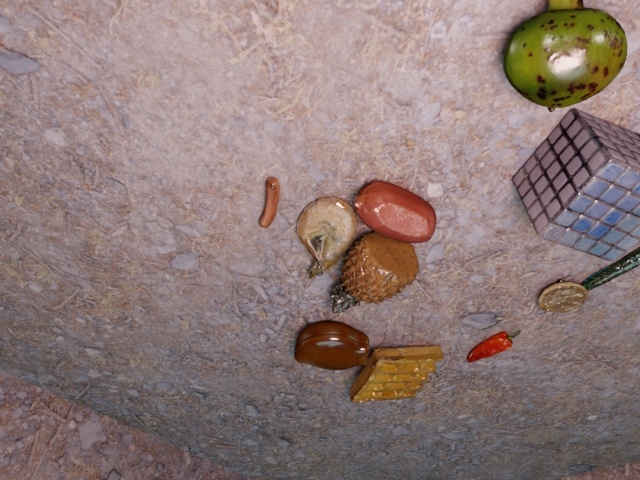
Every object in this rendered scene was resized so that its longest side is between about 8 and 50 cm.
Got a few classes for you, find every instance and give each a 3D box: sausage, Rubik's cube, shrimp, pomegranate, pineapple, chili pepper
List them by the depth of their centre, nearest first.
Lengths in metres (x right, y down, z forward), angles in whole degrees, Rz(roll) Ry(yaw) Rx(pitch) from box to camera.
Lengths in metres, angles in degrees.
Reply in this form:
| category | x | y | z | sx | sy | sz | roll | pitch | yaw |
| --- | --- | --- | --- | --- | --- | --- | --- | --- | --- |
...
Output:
| category | x | y | z | sx | sy | sz | roll | pitch | yaw |
| --- | --- | --- | --- | --- | --- | --- | --- | --- | --- |
| pomegranate | 0.464 | -0.380 | 0.864 | 0.211 | 0.211 | 0.263 | -3 | 113 | 6 |
| Rubik's cube | 0.641 | -0.128 | 1.061 | 0.237 | 0.238 | 0.237 | 17 | 133 | -10 |
| sausage | 0.203 | -0.073 | 1.202 | 0.255 | 0.148 | 0.148 | 19 | 132 | -17 |
| sausage | -0.142 | -0.101 | 1.257 | 0.047 | 0.040 | 0.176 | 9 | 135 | -7 |
| shrimp | 0.000 | 0.000 | 1.332 | 0.168 | 0.077 | 0.317 | 23 | 127 | -5 |
| pineapple | 0.137 | 0.125 | 1.363 | 0.202 | 0.202 | 0.362 | 18 | 139 | -14 |
| chili pepper | 0.641 | 0.400 | 1.687 | 0.071 | 0.063 | 0.272 | 36 | 129 | -12 |

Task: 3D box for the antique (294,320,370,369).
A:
| category | x | y | z | sx | sy | sz | roll | pitch | yaw |
| --- | --- | --- | --- | --- | --- | --- | --- | --- | --- |
| antique | 0.042 | 0.385 | 1.649 | 0.278 | 0.129 | 0.223 | -3 | 133 | 6 |

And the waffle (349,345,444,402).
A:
| category | x | y | z | sx | sy | sz | roll | pitch | yaw |
| --- | --- | --- | --- | --- | --- | --- | --- | --- | --- |
| waffle | 0.292 | 0.526 | 1.766 | 0.304 | 0.077 | 0.348 | 3 | 135 | -18 |

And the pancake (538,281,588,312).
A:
| category | x | y | z | sx | sy | sz | roll | pitch | yaw |
| --- | --- | --- | --- | --- | --- | --- | --- | --- | --- |
| pancake | 0.779 | 0.187 | 1.455 | 0.152 | 0.025 | 0.151 | 1 | 133 | 1 |

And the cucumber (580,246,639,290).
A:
| category | x | y | z | sx | sy | sz | roll | pitch | yaw |
| --- | --- | --- | --- | --- | --- | --- | --- | --- | --- |
| cucumber | 0.916 | 0.084 | 1.384 | 0.044 | 0.043 | 0.257 | 33 | 128 | -19 |

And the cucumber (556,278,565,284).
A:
| category | x | y | z | sx | sy | sz | roll | pitch | yaw |
| --- | --- | --- | --- | --- | --- | --- | --- | --- | --- |
| cucumber | 0.782 | 0.171 | 1.480 | 0.032 | 0.032 | 0.133 | -5 | 132 | 7 |
